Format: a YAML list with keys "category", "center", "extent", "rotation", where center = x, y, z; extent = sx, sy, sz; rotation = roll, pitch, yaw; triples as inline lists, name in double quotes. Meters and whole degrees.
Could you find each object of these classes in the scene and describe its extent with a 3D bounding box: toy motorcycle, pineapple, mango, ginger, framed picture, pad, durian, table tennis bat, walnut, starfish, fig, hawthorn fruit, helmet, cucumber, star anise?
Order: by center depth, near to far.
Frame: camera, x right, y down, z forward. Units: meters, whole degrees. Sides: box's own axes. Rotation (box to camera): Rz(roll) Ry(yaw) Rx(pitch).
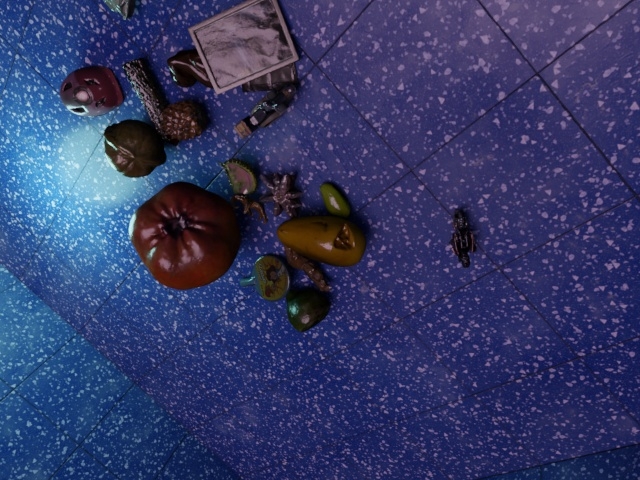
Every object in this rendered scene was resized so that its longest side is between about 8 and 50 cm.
- category: "framed picture"
  center: [-0.260, -0.668, 1.609]
  extent: [0.324, 0.020, 0.241]
  rotation: [-18, 107, 11]
- category: "toy motorcycle"
  center: [-0.184, -0.468, 1.687]
  extent: [0.263, 0.157, 0.091]
  rotation: [-26, 109, 45]
- category: "pad"
  center: [-0.198, -0.622, 1.689]
  extent: [0.233, 0.022, 0.174]
  rotation: [4, 122, 23]
- category: "toy motorcycle"
  center: [0.514, -0.012, 1.717]
  extent: [0.082, 0.122, 0.213]
  rotation: [-9, 106, 3]
- category: "mango"
  center: [0.053, -0.150, 1.846]
  extent: [0.091, 0.074, 0.165]
  rotation: [-30, 106, 36]
- category: "pineapple"
  center: [-0.547, -0.465, 1.858]
  extent: [0.193, 0.166, 0.166]
  rotation: [-6, 118, 16]
- category: "mango"
  center: [0.000, 0.000, 1.862]
  extent: [0.364, 0.253, 0.182]
  rotation: [8, 80, 14]
- category: "star anise"
  center: [-0.155, -0.189, 1.901]
  extent: [0.229, 0.093, 0.236]
  rotation: [39, 138, 1]
- category: "cucumber"
  center: [-0.670, -0.543, 1.907]
  extent: [0.096, 0.096, 0.359]
  rotation: [-9, 115, 29]
- category: "durian"
  center: [-0.322, -0.273, 1.911]
  extent: [0.137, 0.096, 0.221]
  rotation: [-7, 151, 6]
- category: "walnut"
  center: [-0.766, -0.384, 1.954]
  extent: [0.283, 0.283, 0.227]
  rotation: [34, 104, 1]
- category: "helmet"
  center: [-0.974, -0.610, 1.970]
  extent: [0.253, 0.154, 0.198]
  rotation: [-2, 119, 31]
- category: "starfish"
  center: [-0.280, -0.129, 1.971]
  extent: [0.146, 0.190, 0.074]
  rotation: [23, 85, 33]
- category: "hawthorn fruit"
  center: [-0.559, -0.006, 1.988]
  extent: [0.471, 0.472, 0.472]
  rotation: [12, 125, 17]
- category: "ginger"
  center: [-0.068, 0.113, 2.057]
  extent: [0.084, 0.122, 0.290]
  rotation: [-43, 101, -6]
- category: "fig"
  center: [-0.083, 0.281, 2.133]
  extent: [0.235, 0.203, 0.203]
  rotation: [49, 131, 18]
- category: "table tennis bat"
  center: [-0.256, 0.179, 2.184]
  extent: [0.329, 0.044, 0.215]
  rotation: [-12, 90, 40]

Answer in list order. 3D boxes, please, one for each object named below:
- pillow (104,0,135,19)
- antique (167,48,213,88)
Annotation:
- category: "pillow"
  center: [-0.733, -0.978, 1.626]
  extent: [0.283, 0.138, 0.310]
  rotation: [40, 131, -3]
- category: "antique"
  center: [-0.445, -0.628, 1.740]
  extent: [0.256, 0.121, 0.143]
  rotation: [0, 130, 16]
